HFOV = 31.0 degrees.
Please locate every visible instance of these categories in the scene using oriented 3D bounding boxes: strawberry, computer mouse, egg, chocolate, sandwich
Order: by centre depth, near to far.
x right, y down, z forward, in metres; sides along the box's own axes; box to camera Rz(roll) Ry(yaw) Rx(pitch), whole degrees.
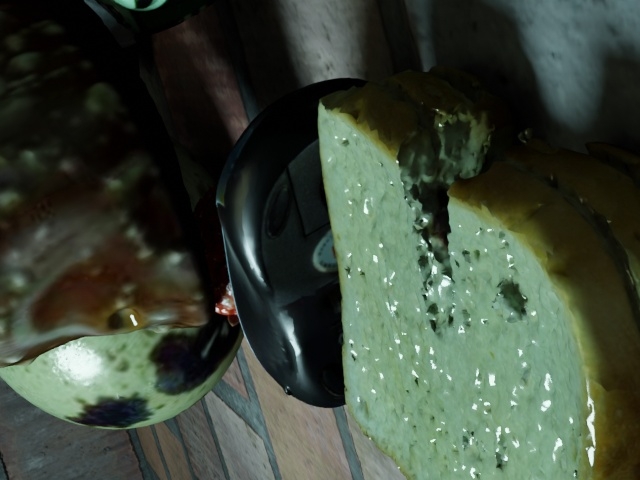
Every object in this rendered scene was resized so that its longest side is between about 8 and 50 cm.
[{"bbox_3d":[0.096,0.050,0.585,0.273,0.095,0.249,-137,35,-56],"label":"sandwich"},{"bbox_3d":[0.000,0.000,0.737,0.096,0.137,0.233,42,149,48],"label":"computer mouse"},{"bbox_3d":[-0.245,-0.043,0.886,0.340,0.210,0.225,53,155,35],"label":"chocolate"},{"bbox_3d":[-0.040,0.004,0.893,0.131,0.131,0.148,68,160,5],"label":"strawberry"},{"bbox_3d":[-0.223,0.020,1.172,0.379,0.287,0.288,-128,25,-50],"label":"egg"}]

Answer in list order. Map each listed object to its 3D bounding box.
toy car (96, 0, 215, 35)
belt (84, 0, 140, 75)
[{"bbox_3d":[-0.127,-0.226,0.885,0.306,0.136,0.125,35,155,59],"label":"toy car"},{"bbox_3d":[-0.298,-0.293,1.257,0.184,0.164,0.289,-117,17,-49],"label":"belt"}]
